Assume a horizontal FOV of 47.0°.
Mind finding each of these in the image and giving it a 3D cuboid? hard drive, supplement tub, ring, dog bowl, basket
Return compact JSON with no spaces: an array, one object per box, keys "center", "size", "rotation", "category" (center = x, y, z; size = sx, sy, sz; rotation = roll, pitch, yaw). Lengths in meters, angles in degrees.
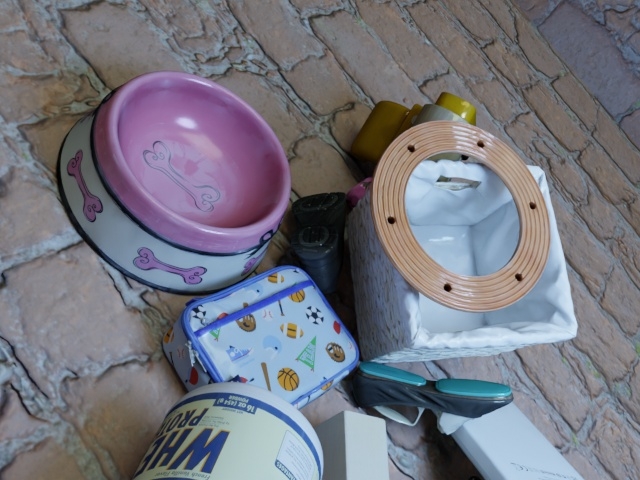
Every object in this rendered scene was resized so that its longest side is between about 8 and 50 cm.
[{"center":[0.351,0.386,1.318],"size":[0.233,0.047,0.353],"rotation":[20,16,-27],"category":"hard drive"},{"center":[-0.138,0.360,0.905],"size":[0.235,0.235,0.325],"rotation":[39,30,-10],"category":"supplement tub"},{"center":[0.234,-0.042,1.223],"size":[0.336,0.032,0.336],"rotation":[7,70,-20],"category":"ring"},{"center":[-0.229,-0.118,1.278],"size":[0.408,0.150,0.408],"rotation":[20,50,-26],"category":"dog bowl"},{"center":[0.238,0.049,1.357],"size":[0.328,0.266,0.331],"rotation":[0,74,-20],"category":"basket"}]

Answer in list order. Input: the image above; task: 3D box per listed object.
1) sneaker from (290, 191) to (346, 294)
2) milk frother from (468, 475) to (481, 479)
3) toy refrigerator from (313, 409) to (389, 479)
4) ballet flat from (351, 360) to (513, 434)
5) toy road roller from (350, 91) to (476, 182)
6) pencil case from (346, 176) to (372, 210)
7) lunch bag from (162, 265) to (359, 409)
[{"center":[0.000,0.000,1.418],"size":[0.286,0.109,0.130],"rotation":[-75,157,-59],"category":"sneaker"},{"center":[0.310,0.474,1.294],"size":[0.129,0.134,0.143],"rotation":[62,37,-37],"category":"milk frother"},{"center":[0.051,0.418,1.154],"size":[0.094,0.102,0.269],"rotation":[19,50,-27],"category":"toy refrigerator"},{"center":[0.193,0.280,1.295],"size":[0.095,0.280,0.096],"rotation":[-23,119,-71],"category":"ballet flat"},{"center":[0.187,-0.204,1.577],"size":[0.240,0.202,0.329],"rotation":[29,-2,11],"category":"toy road roller"},{"center":[0.139,-0.032,1.557],"size":[0.095,0.098,0.209],"rotation":[-37,85,-2],"category":"pencil case"},{"center":[-0.098,0.172,1.205],"size":[0.303,0.115,0.243],"rotation":[-20,72,-46],"category":"lunch bag"}]
